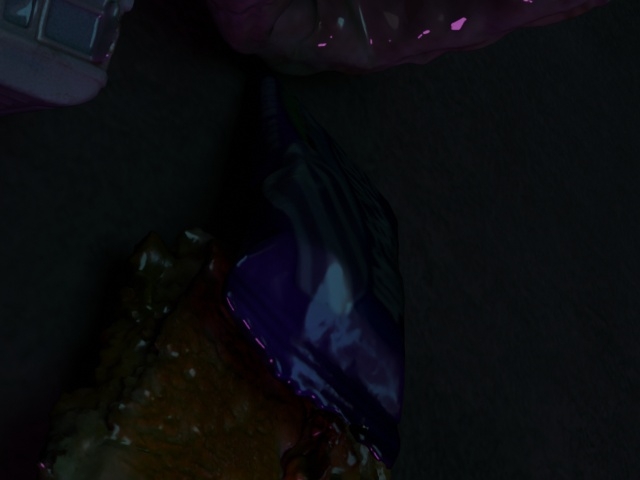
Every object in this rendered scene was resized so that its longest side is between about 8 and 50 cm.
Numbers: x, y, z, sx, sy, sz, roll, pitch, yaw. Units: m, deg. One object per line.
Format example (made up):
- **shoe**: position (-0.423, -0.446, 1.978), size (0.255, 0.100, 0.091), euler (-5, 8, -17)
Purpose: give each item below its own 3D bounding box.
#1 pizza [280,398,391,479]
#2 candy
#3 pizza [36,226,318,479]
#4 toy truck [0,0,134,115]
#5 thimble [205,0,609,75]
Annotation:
- **pizza**: position (0.006, 0.175, 0.709), size (0.127, 0.058, 0.246), euler (46, 44, -32)
- **candy**: position (0.000, 0.000, 0.718), size (0.145, 0.070, 0.275), euler (49, 24, -27)
- **pizza**: position (-0.079, 0.096, 0.622), size (0.147, 0.069, 0.226), euler (55, 33, -26)
- **toy truck**: position (-0.206, -0.124, 0.516), size (0.256, 0.108, 0.140), euler (19, 76, -45)
- **thimble**: position (0.058, -0.236, 0.717), size (0.291, 0.291, 0.195), euler (2, 71, -51)
